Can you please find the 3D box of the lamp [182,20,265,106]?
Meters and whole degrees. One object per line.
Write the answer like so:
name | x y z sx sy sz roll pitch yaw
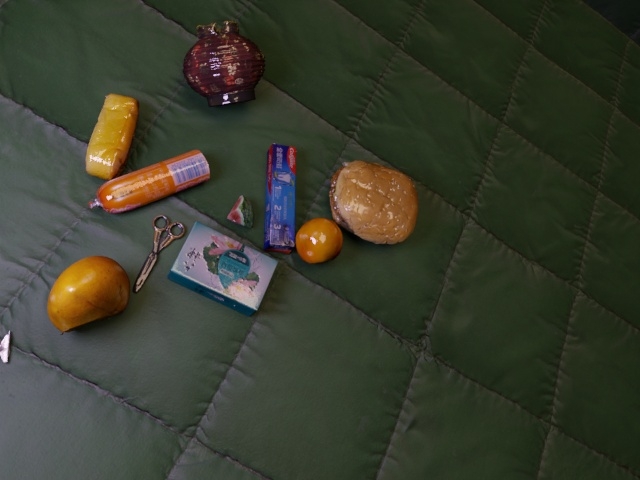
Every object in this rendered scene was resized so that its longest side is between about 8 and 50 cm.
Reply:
lamp | -0.274 -0.503 1.453 0.246 0.247 0.247 8 69 -20

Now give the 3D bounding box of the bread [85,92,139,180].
bread | -0.539 -0.271 1.335 0.094 0.102 0.246 12 66 -11

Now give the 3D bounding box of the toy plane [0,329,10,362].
toy plane | -0.804 0.243 1.036 0.273 0.107 0.182 19 70 -20

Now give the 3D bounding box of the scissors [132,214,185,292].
scissors | -0.430 0.036 1.314 0.088 0.017 0.220 26 64 -13

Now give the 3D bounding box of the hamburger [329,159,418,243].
hamburger | 0.163 -0.119 1.547 0.283 0.144 0.260 12 70 -12

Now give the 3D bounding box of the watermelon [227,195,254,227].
watermelon | -0.219 -0.073 1.426 0.085 0.072 0.092 -56 136 -39

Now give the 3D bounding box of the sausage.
sausage | -0.449 -0.146 1.330 0.312 0.093 0.093 -28 84 -28

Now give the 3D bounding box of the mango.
mango | -0.511 0.112 1.115 0.187 0.257 0.138 -35 87 -28

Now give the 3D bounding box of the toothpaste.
toothpaste | -0.117 -0.125 1.475 0.076 0.066 0.321 8 68 -20

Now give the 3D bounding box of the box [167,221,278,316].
box | -0.254 0.078 1.329 0.244 0.092 0.153 27 64 -12

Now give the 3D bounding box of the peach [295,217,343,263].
peach | 0.000 0.000 1.435 0.138 0.138 0.138 8 69 -20
